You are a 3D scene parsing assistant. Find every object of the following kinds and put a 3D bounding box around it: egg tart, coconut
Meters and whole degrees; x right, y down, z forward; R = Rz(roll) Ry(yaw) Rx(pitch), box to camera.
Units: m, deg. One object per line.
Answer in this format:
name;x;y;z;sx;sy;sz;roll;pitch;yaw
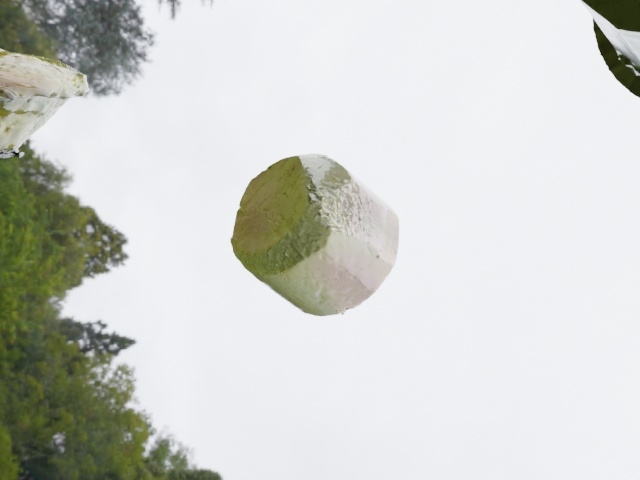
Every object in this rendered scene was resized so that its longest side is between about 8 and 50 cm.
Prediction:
egg tart;-0.413;-0.165;0.701;0.315;0.315;0.120;33;-66;52
coconut;0.000;0.000;0.660;0.147;0.153;0.147;-27;-137;28

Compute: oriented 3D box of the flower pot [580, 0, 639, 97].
flower pot;0.293;-0.206;0.492;0.212;0.203;0.212;5;-82;37
